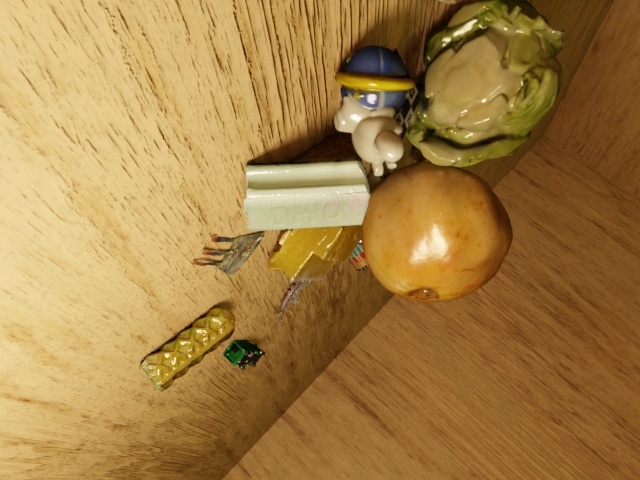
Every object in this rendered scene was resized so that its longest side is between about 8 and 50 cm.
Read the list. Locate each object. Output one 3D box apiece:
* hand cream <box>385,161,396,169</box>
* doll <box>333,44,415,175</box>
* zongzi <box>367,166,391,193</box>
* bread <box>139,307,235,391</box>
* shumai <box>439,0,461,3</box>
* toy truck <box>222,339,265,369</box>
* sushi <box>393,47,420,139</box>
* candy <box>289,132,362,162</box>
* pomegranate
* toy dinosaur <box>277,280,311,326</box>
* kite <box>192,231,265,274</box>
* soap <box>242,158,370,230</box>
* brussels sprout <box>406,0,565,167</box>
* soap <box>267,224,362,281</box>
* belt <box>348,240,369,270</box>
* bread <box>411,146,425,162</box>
[{"bbox_3d":[0.146,-0.262,1.351,0.038,0.216,0.052,9,147,-34],"label":"hand cream"},{"bbox_3d":[0.098,-0.257,1.144,0.311,0.160,0.242,-101,-154,-66],"label":"doll"},{"bbox_3d":[0.142,-0.136,1.745,0.176,0.078,0.160,-44,163,-7],"label":"zongzi"},{"bbox_3d":[-0.322,0.265,1.451,0.269,0.098,0.087,-38,-160,-33],"label":"bread"},{"bbox_3d":[0.266,-0.550,1.168,0.145,0.146,0.116,-53,180,10],"label":"shumai"},{"bbox_3d":[-0.241,0.366,1.849,0.065,0.079,0.147,-52,161,4],"label":"toy truck"},{"bbox_3d":[0.192,-0.305,1.354,0.051,0.192,0.215,-1,141,-17],"label":"sushi"},{"bbox_3d":[-0.009,-0.157,1.332,0.271,0.101,0.143,-32,147,-28],"label":"candy"},{"bbox_3d":[0.299,-0.031,1.541,0.411,0.411,0.411,-43,161,-19],"label":"pomegranate"},{"bbox_3d":[-0.093,0.186,1.892,0.208,0.039,0.082,-63,157,5],"label":"toy dinosaur"},{"bbox_3d":[-0.213,0.030,1.355,0.141,0.015,0.245,-55,162,9],"label":"kite"},{"bbox_3d":[-0.032,-0.091,1.206,0.262,0.094,0.150,-4,148,-7],"label":"soap"},{"bbox_3d":[0.416,-0.382,1.459,0.361,0.342,0.425,-4,135,-57],"label":"brussels sprout"},{"bbox_3d":[0.000,0.000,1.608,0.259,0.143,0.281,-53,166,9],"label":"soap"},{"bbox_3d":[0.200,-0.027,1.827,0.295,0.160,0.207,-37,-173,8],"label":"belt"},{"bbox_3d":[0.352,-0.349,1.857,0.088,0.049,0.226,-40,159,-28],"label":"bread"}]
